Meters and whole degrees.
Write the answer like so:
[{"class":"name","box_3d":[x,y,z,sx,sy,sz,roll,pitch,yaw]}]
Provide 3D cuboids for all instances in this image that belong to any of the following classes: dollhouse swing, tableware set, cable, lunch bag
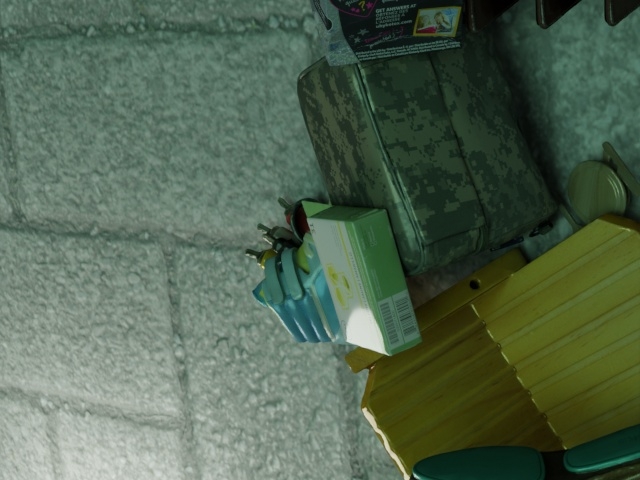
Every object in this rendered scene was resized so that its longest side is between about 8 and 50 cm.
[{"class":"dollhouse swing","box_3d":[0.279,0.187,1.521,0.347,0.315,0.305,58,152,6]},{"class":"tableware set","box_3d":[0.382,-0.018,1.537,0.194,0.039,0.128,57,141,13]},{"class":"cable","box_3d":[0.029,0.041,1.808,0.287,0.072,0.139,34,105,8]},{"class":"lunch bag","box_3d":[0.145,-0.116,1.541,0.212,0.256,0.305,-17,93,68]}]

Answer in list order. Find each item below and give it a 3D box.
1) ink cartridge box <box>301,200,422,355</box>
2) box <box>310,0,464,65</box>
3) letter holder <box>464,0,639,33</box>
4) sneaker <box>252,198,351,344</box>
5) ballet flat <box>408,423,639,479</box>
[{"class":"ink cartridge box","box_3d":[0.029,0.041,1.536,0.235,0.056,0.171,8,118,63]},{"class":"box","box_3d":[0.062,-0.338,1.427,0.163,0.247,0.142,-8,135,-4]},{"class":"letter holder","box_3d":[0.262,-0.386,1.359,0.152,0.214,0.302,15,125,30]},{"class":"sneaker","box_3d":[0.000,0.000,1.708,0.208,0.127,0.319,-4,95,12]},{"class":"ballet flat","box_3d":[0.279,0.297,1.451,0.342,0.116,0.124,-12,107,10]}]
